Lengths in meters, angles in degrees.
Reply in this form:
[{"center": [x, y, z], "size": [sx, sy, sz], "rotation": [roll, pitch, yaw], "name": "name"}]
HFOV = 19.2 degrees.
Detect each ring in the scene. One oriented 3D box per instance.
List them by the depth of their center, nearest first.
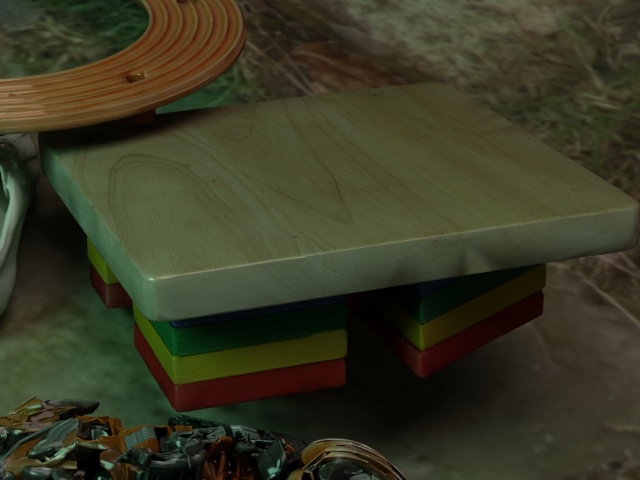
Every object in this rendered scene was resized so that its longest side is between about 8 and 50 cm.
[{"center": [-0.214, -0.128, 1.152], "size": [0.337, 0.032, 0.336], "rotation": [3, 26, -2], "name": "ring"}]

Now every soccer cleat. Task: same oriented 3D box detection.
[{"center": [-0.192, -0.034, 1.072], "size": [0.068, 0.076, 0.196], "rotation": [4, 42, -11], "name": "soccer cleat"}]

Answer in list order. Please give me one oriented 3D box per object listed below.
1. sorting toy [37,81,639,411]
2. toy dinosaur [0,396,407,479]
[{"center": [0.000, 0.000, 1.025], "size": [0.256, 0.089, 0.257], "rotation": [-8, 21, -18], "name": "sorting toy"}, {"center": [-0.010, 0.147, 0.879], "size": [0.322, 0.164, 0.218], "rotation": [-5, 24, 10], "name": "toy dinosaur"}]
